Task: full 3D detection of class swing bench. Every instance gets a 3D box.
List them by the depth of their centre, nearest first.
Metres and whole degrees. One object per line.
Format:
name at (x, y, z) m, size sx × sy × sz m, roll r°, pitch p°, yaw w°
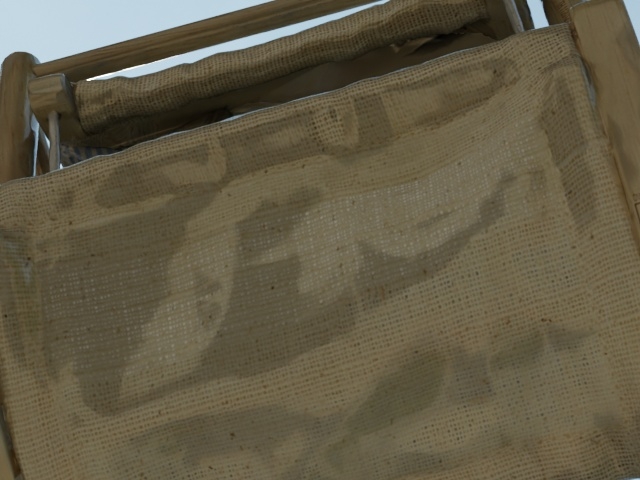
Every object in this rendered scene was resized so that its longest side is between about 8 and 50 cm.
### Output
swing bench at (0.000, 0.000, 0.681) m, size 0.253 × 0.165 × 0.255 m, roll -15°, pitch -163°, yaw 5°
